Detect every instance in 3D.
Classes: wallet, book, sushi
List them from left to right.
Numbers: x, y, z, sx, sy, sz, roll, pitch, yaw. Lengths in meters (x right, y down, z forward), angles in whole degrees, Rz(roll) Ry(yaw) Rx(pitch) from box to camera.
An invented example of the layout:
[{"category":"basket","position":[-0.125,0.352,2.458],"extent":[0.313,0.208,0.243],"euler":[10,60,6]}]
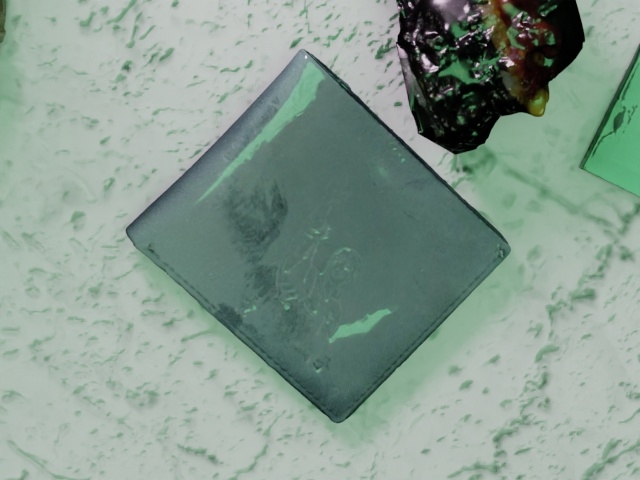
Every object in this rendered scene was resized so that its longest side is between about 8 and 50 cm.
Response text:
[{"category":"wallet","position":[0.000,-0.001,1.496],"extent":[0.251,0.054,0.290],"euler":[-44,107,7]},{"category":"sushi","position":[0.157,-0.188,1.429],"extent":[0.150,0.153,0.172],"euler":[-14,82,17]},{"category":"book","position":[0.325,-0.109,1.529],"extent":[0.103,0.017,0.135],"euler":[24,96,-8]}]

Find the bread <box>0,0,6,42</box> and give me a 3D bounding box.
[{"category":"bread","position":[-0.387,-0.234,1.381],"extent":[0.210,0.110,0.192],"euler":[-3,99,-6]}]
